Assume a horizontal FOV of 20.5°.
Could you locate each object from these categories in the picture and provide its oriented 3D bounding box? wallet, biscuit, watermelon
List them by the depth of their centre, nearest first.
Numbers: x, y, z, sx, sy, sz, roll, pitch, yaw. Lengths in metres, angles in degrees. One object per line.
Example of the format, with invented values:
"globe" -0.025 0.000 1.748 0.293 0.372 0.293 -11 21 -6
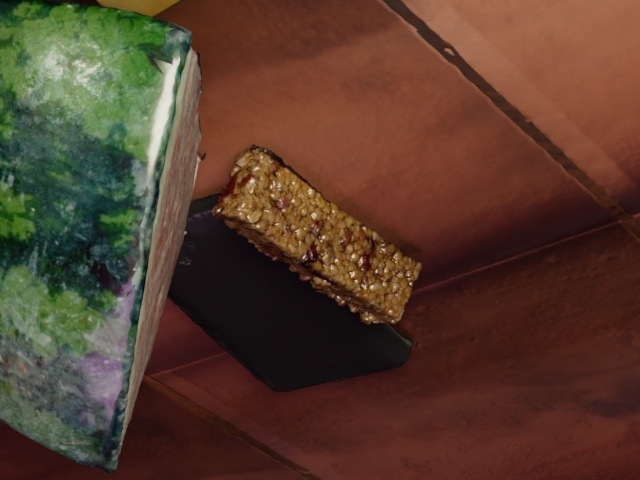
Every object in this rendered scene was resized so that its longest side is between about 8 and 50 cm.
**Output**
"watermelon" -0.185 -0.005 1.166 0.283 0.250 0.292 19 165 29
"biscuit" 0.000 0.000 1.349 0.034 0.064 0.199 2 154 47
"wallet" -0.045 0.047 1.463 0.146 0.030 0.285 -17 142 23

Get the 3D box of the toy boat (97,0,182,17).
"toy boat" -0.077 -0.188 1.048 0.057 0.077 0.200 36 140 -22
